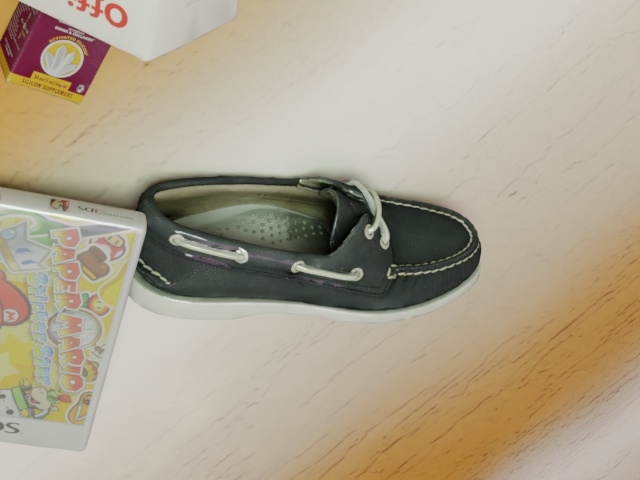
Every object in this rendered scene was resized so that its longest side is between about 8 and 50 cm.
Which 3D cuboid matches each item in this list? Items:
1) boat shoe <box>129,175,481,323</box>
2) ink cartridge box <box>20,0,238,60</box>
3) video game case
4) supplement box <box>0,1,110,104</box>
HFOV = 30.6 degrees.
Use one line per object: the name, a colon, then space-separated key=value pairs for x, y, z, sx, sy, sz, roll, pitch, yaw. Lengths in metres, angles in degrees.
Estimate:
boat shoe: x=0.000 y=0.000 z=0.910 sx=0.302 sy=0.114 sz=0.091 roll=-6 pitch=136 yaw=-25
ink cartridge box: x=-0.113 y=-0.226 z=0.607 sx=0.092 sy=0.160 sz=0.219 roll=-42 pitch=152 yaw=-50
video game case: x=-0.252 y=0.057 z=0.850 sx=0.206 sy=0.026 sz=0.227 roll=10 pitch=123 yaw=-16
supplement box: x=-0.164 y=-0.137 z=0.750 sx=0.055 sy=0.043 sz=0.083 roll=15 pitch=119 yaw=-35
